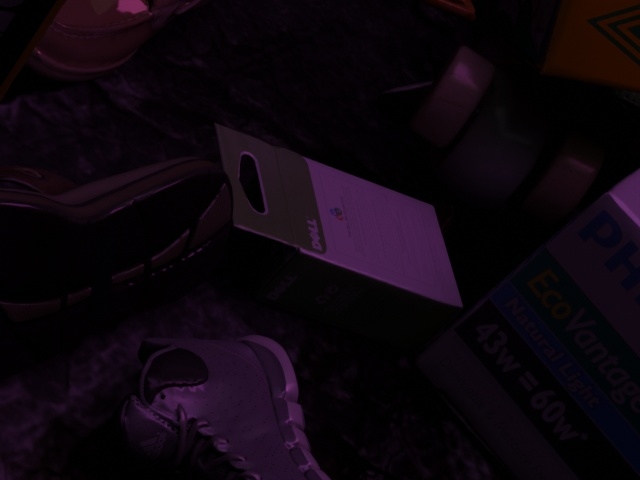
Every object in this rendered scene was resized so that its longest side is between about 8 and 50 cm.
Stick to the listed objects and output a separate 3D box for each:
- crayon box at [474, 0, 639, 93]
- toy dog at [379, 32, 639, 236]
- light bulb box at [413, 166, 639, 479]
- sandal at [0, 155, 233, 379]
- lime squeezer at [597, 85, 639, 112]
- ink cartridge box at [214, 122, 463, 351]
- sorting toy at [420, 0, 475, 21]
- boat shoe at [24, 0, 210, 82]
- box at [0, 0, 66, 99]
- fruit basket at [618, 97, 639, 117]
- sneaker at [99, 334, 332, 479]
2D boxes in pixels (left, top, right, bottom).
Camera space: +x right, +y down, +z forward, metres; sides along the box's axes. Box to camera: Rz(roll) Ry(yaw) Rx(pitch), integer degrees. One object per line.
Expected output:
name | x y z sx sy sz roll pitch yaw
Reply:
crayon box | 0.318 -0.188 1.235 0.313 0.106 0.363 10 15 -5
toy dog | 0.148 -0.086 1.276 0.220 0.161 0.334 43 20 13
light bulb box | 0.328 0.113 1.137 0.358 0.225 0.361 50 34 9
sandal | -0.173 0.006 0.859 0.086 0.120 0.303 28 23 29
lime squeezer | 0.360 -0.178 1.661 0.310 0.059 0.110 12 15 -37
ink cartridge box | 0.000 0.000 1.065 0.209 0.062 0.109 20 40 -31
sorting toy | 0.268 -0.227 1.526 0.348 0.047 0.196 14 25 -22
boat shoe | -0.143 -0.224 1.105 0.121 0.110 0.341 50 32 -6
box | -0.230 -0.216 0.827 0.079 0.322 0.257 4 50 -42
fruit basket | 0.486 -0.024 1.510 0.353 0.165 0.327 0 49 -54
sneaker | -0.064 0.144 0.837 0.132 0.086 0.228 12 34 -32
